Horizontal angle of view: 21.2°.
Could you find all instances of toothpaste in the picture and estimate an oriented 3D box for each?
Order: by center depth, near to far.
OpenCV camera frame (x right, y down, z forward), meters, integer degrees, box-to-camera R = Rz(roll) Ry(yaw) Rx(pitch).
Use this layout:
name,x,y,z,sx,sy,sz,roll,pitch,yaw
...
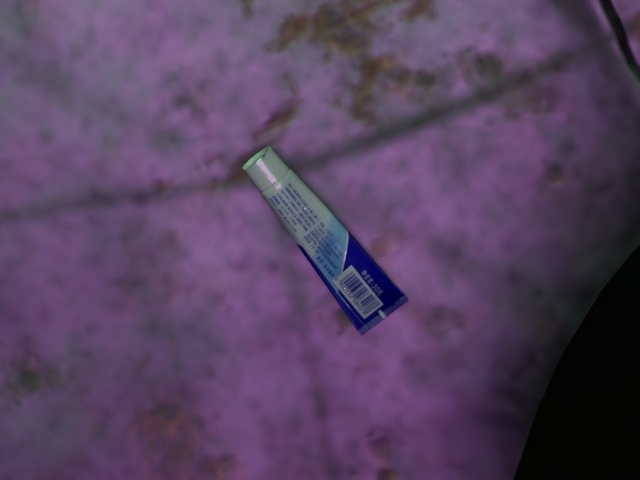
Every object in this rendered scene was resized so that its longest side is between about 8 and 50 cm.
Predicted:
name,x,y,z,sx,sy,sz,roll,pitch,yaw
toothpaste,0.000,0.000,0.669,0.024,0.015,0.083,-39,103,5

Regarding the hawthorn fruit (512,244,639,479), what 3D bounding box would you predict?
name,x,y,z,sx,sy,sz,roll,pitch,yaw
hawthorn fruit,0.196,0.119,0.555,0.316,0.316,0.315,0,100,0
